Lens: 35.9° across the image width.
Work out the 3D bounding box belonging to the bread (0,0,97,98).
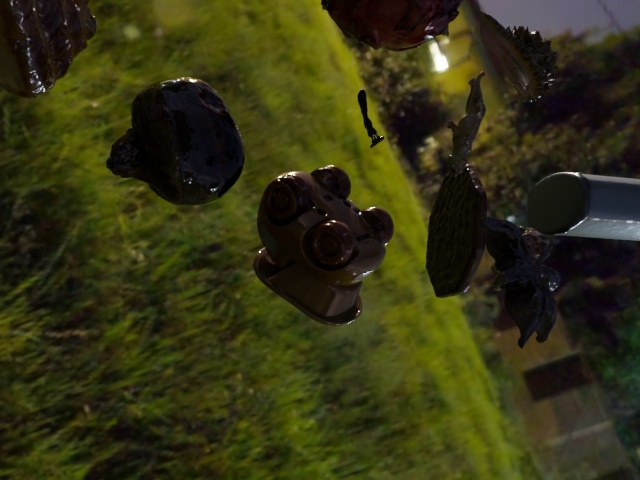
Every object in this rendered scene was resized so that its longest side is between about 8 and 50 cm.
[{"bbox_3d":[-0.399,-0.334,1.353,0.185,0.114,0.275,-56,169,-29],"label":"bread"}]

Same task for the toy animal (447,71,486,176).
[{"bbox_3d":[0.327,-0.261,2.212,0.099,0.056,0.241,45,64,-68],"label":"toy animal"}]

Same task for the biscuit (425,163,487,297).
[{"bbox_3d":[0.349,-0.021,2.539,0.359,0.046,0.359,-173,-90,-77],"label":"biscuit"}]

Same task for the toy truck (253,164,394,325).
[{"bbox_3d":[0.000,0.000,1.903,0.288,0.212,0.204,43,32,18],"label":"toy truck"}]

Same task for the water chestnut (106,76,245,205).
[{"bbox_3d":[-0.247,-0.163,1.666,0.223,0.238,0.224,163,-90,-78],"label":"water chestnut"}]

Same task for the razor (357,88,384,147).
[{"bbox_3d":[0.107,-0.286,2.279,0.028,0.044,0.155,31,-29,45],"label":"razor"}]

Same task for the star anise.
[{"bbox_3d":[0.270,0.052,1.285,0.208,0.063,0.172,10,67,-62],"label":"star anise"}]

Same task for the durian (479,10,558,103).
[{"bbox_3d":[0.411,-0.391,2.023,0.224,0.140,0.078,42,-14,-15],"label":"durian"}]

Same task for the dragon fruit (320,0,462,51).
[{"bbox_3d":[0.145,-0.539,2.031,0.295,0.301,0.296,-37,136,-46],"label":"dragon fruit"}]

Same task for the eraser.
[{"bbox_3d":[0.508,-0.050,1.634,0.189,0.290,0.104,155,-63,-70],"label":"eraser"}]
